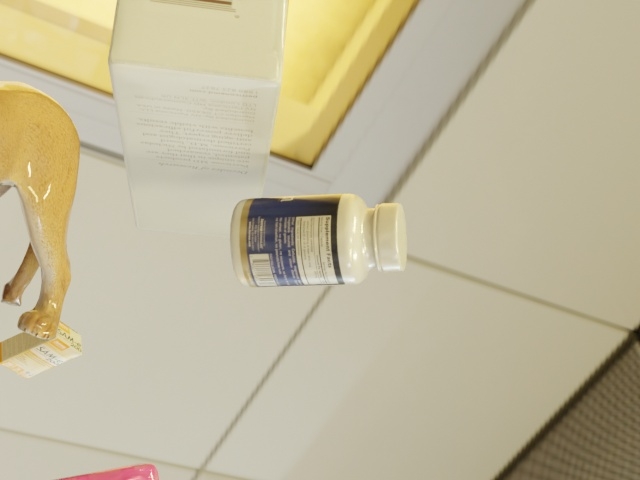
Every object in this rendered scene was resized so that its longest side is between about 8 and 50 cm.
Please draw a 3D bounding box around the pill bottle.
[{"bbox_3d":[0.000,0.000,1.076,0.094,0.169,0.094,-2,90,-78],"label":"pill bottle"}]

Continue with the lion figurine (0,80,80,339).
[{"bbox_3d":[-0.243,-0.064,0.695,0.392,0.142,0.240,57,50,-85],"label":"lion figurine"}]

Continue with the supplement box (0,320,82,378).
[{"bbox_3d":[-0.393,0.152,1.478,0.098,0.062,0.036,-24,-127,14],"label":"supplement box"}]

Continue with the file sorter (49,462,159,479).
[{"bbox_3d":[-0.162,0.199,0.338,0.182,0.290,0.202,154,-72,-65],"label":"file sorter"}]

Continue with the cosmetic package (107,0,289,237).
[{"bbox_3d":[-0.127,-0.181,1.169,0.453,0.161,0.230,112,-16,-71],"label":"cosmetic package"}]
